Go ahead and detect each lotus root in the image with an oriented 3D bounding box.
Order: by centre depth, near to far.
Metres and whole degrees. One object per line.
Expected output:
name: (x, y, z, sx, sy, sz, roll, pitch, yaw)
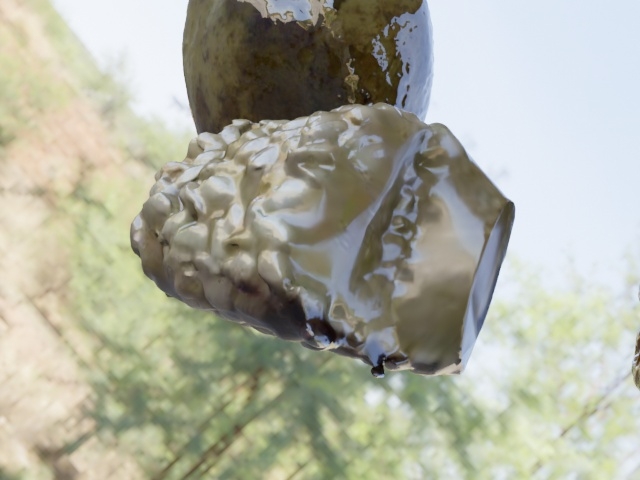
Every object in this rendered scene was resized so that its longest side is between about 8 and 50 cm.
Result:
lotus root: (-0.008, -0.074, 0.802, 0.138, 0.138, 0.214, -145, -124, -62)

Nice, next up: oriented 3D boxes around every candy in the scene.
candy: (0.000, 0.000, 0.470, 0.095, 0.085, 0.110, 32, -20, -31)

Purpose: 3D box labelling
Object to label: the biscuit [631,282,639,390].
biscuit: (0.189, -0.024, 0.620, 0.047, 0.183, 0.320, 19, -20, 4)
